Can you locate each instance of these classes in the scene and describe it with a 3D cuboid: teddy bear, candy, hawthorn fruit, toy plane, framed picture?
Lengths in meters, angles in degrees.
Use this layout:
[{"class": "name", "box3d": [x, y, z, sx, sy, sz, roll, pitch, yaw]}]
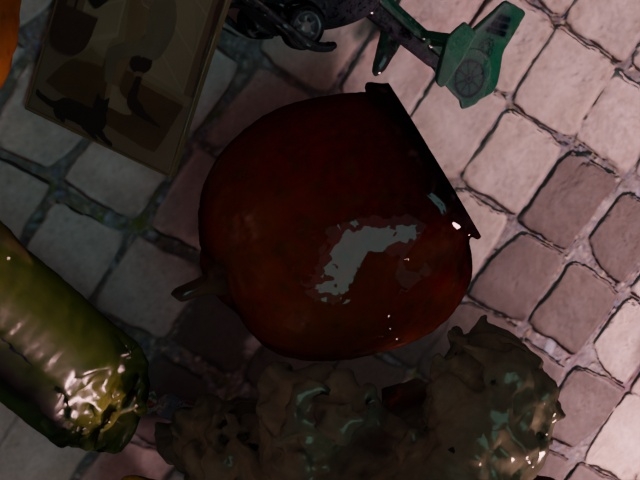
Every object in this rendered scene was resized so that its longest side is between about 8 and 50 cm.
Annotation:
[{"class": "teddy bear", "box3d": [0.033, 0.191, 1.508, 0.224, 0.367, 0.357, -51, 139, -18]}, {"class": "candy", "box3d": [-0.117, 0.148, 1.621, 0.083, 0.020, 0.030, 20, 101, -35]}, {"class": "hawthorn fruit", "box3d": [0.000, 0.000, 1.504, 0.249, 0.215, 0.215, -25, 124, -20]}, {"class": "toy plane", "box3d": [0.012, -0.210, 1.471, 0.381, 0.106, 0.155, 36, 81, -33]}, {"class": "framed picture", "box3d": [-0.134, -0.163, 1.390, 0.010, 0.136, 0.201, -16, 128, -63]}]

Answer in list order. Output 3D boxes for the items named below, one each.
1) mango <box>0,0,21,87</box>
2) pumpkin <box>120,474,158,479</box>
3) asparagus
[{"class": "mango", "box3d": [-0.357, -0.184, 1.219, 0.350, 0.199, 0.201, 25, 71, -24]}, {"class": "pumpkin", "box3d": [-0.137, 0.337, 1.594, 0.111, 0.163, 0.278, 9, 122, -40]}, {"class": "asparagus", "box3d": [-0.230, 0.065, 1.451, 0.382, 0.128, 0.108, 47, 45, -39]}]
